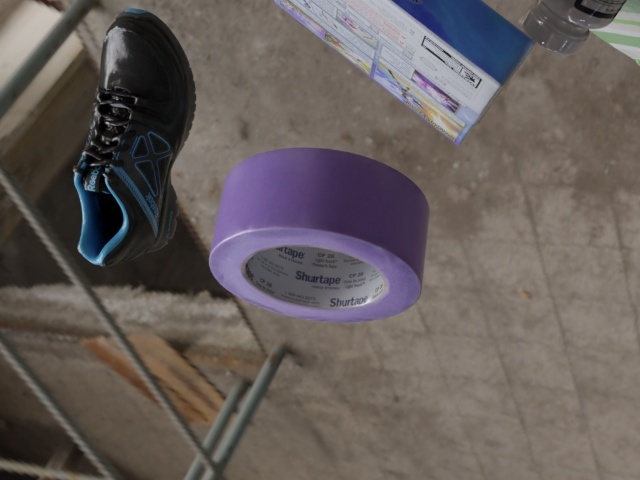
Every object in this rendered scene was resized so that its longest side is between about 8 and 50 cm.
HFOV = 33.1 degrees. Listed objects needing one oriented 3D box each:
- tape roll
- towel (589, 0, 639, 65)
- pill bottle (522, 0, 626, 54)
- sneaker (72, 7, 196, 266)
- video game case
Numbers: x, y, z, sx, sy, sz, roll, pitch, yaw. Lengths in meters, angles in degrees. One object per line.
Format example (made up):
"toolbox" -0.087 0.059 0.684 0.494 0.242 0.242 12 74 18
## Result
"tape roll" 0.000 0.000 0.959 0.189 0.080 0.189 6 152 3
"towel" 0.428 -0.244 1.325 0.325 0.038 0.248 27 -174 -24
"pill bottle" 0.278 -0.277 1.100 0.094 0.094 0.169 28 127 -2
"sneaker" -0.246 -0.125 1.393 0.125 0.140 0.340 13 114 23
"video game case" 0.071 -0.224 1.089 0.269 0.061 0.244 39 172 3
